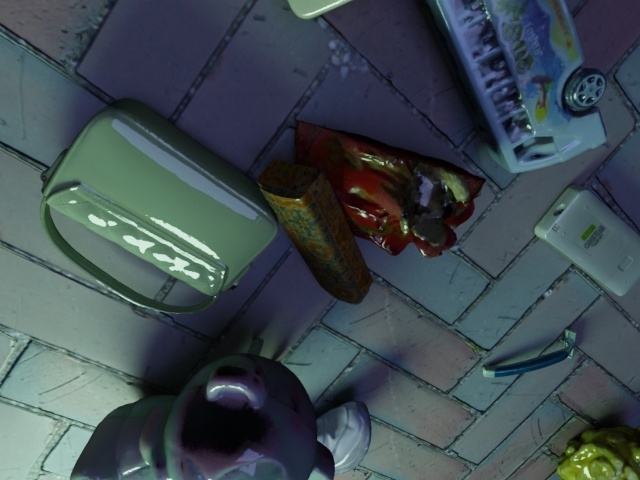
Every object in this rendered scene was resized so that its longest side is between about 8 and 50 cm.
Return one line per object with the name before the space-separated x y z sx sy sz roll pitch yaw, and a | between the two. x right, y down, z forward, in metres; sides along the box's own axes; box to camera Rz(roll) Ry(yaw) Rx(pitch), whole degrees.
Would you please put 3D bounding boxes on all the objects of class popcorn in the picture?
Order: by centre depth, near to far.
popcorn | 0.640 0.498 0.867 0.232 0.192 0.266 4 129 -22

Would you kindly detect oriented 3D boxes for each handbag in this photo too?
handbag | -0.197 -0.019 0.500 0.256 0.079 0.219 37 107 -25

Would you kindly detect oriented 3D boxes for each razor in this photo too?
razor | 0.399 0.227 0.774 0.191 0.037 0.068 -16 117 -7

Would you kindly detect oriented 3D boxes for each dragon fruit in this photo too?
dragon fruit | 0.090 -0.045 0.491 0.261 0.211 0.134 14 101 -14

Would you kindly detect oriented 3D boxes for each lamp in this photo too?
lamp | -0.143 0.260 0.567 0.300 0.247 0.247 -22 115 21

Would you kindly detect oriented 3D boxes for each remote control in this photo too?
remote control | 0.473 0.006 0.697 0.250 0.034 0.103 28 104 -24

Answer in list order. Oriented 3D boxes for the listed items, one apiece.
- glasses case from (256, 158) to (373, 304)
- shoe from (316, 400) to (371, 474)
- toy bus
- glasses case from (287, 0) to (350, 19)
glasses case | 0.000 0.000 0.509 0.049 0.075 0.218 -55 142 -23
shoe | -0.021 0.352 0.694 0.137 0.095 0.245 26 111 -25
toy bus | 0.228 -0.233 0.495 0.135 0.109 0.330 -32 117 12
glasses case | -0.019 -0.377 0.354 0.131 0.070 0.313 -9 121 30
